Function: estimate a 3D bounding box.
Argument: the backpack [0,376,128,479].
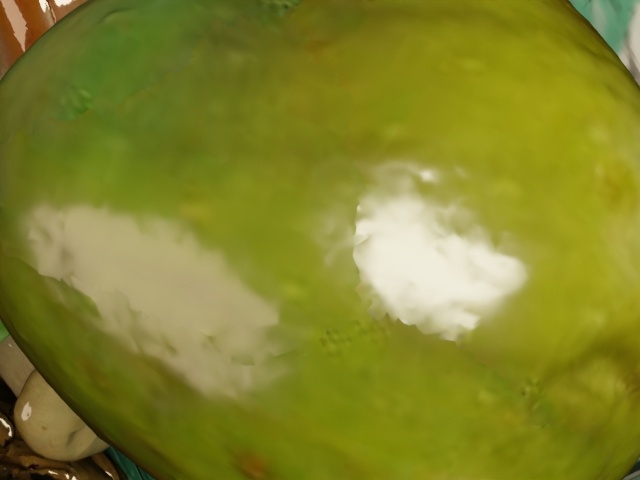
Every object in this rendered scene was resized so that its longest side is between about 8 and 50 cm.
[{"bbox_3d":[-0.310,0.143,1.043,0.378,0.201,0.353,17,178,17],"label":"backpack"}]

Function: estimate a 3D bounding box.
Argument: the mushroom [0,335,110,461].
[{"bbox_3d":[-0.178,0.010,0.953,0.247,0.096,0.108,46,-175,23],"label":"mushroom"}]

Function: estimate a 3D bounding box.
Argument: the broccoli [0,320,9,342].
[{"bbox_3d":[-0.259,-0.067,0.784,0.413,0.310,0.321,67,-174,32],"label":"broccoli"}]

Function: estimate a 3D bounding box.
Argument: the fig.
[{"bbox_3d":[0.000,0.000,0.478,0.181,0.191,0.181,-171,90,-84],"label":"fig"}]

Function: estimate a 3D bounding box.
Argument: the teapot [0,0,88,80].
[{"bbox_3d":[-0.093,-0.089,0.667,0.116,0.116,0.173,56,155,23],"label":"teapot"}]
